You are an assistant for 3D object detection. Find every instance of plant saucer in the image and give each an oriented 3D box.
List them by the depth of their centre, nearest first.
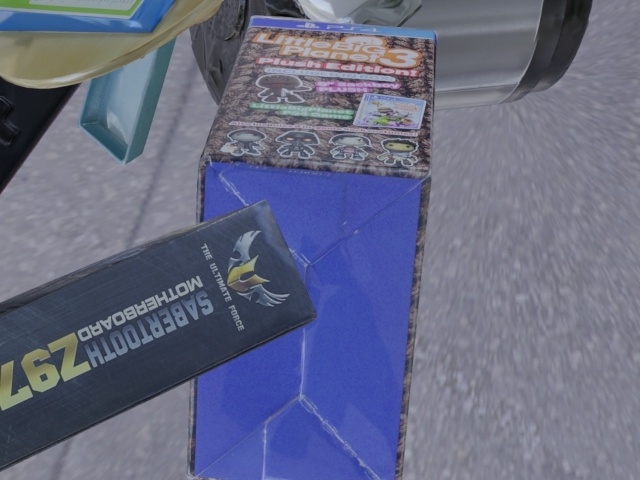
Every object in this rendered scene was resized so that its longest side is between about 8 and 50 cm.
[{"bbox_3d":[-0.102,-0.144,1.057,0.018,0.067,0.192,3,113,-37],"label":"plant saucer"}]

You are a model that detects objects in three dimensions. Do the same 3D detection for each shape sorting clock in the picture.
[{"bbox_3d":[-0.094,-0.157,0.932,0.206,0.206,0.040,-30,131,8],"label":"shape sorting clock"}]

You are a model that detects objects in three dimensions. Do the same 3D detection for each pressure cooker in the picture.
[{"bbox_3d":[0.089,-0.304,1.760,0.420,0.370,0.376,-6,122,-16],"label":"pressure cooker"}]

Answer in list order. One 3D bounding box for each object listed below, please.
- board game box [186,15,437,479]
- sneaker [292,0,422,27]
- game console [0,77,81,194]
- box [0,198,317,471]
[{"bbox_3d":[0.000,0.000,1.210,0.141,0.291,0.232,5,113,2],"label":"board game box"},{"bbox_3d":[0.097,-0.299,1.363,0.330,0.122,0.146,-41,104,3],"label":"sneaker"},{"bbox_3d":[-0.407,-0.169,1.434,0.386,0.060,0.342,37,82,-12],"label":"game console"},{"bbox_3d":[-0.125,0.053,0.775,0.183,0.232,0.059,-26,94,-21],"label":"box"}]
